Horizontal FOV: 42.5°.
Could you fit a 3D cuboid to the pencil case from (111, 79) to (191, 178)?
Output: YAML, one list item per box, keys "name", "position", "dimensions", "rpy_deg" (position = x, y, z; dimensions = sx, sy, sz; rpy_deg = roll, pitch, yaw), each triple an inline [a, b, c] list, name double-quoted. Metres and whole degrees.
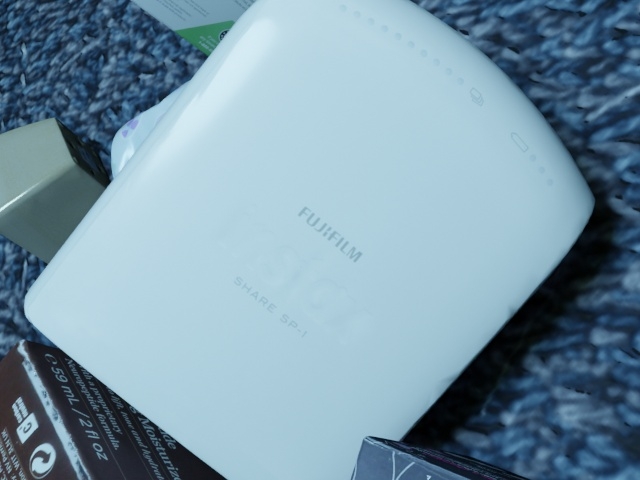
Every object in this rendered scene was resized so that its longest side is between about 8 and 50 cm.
- name: "pencil case"
  position: [-0.040, -0.094, 0.664]
  dimensions: [0.273, 0.113, 0.124]
  rpy_deg: [-22, 90, 26]

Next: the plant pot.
- name: "plant pot"
  position: [-0.272, -0.057, 0.823]
  dimensions: [0.096, 0.109, 0.109]
  rpy_deg: [-36, 55, 5]

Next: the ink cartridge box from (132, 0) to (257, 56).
- name: "ink cartridge box"
  position: [-0.055, -0.268, 0.713]
  dimensions: [0.212, 0.154, 0.093]
  rpy_deg: [-28, 57, 25]

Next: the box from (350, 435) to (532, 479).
- name: "box"
  position: [0.077, 0.250, 0.429]
  dimensions: [0.163, 0.142, 0.247]
  rpy_deg: [13, 80, 37]

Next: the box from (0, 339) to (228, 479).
- name: "box"
  position: [-0.148, 0.199, 0.568]
  dimensions: [0.167, 0.203, 0.168]
  rpy_deg: [-50, 52, 8]

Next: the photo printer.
- name: "photo printer"
  position: [0.000, 0.000, 0.531]
  dimensions: [0.256, 0.107, 0.307]
  rpy_deg: [40, 99, -4]
